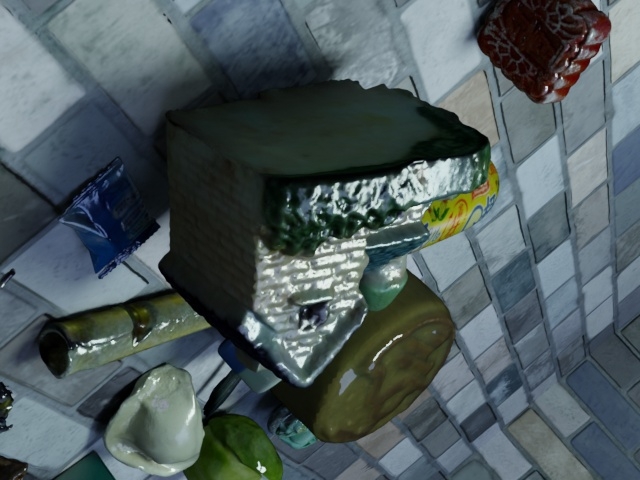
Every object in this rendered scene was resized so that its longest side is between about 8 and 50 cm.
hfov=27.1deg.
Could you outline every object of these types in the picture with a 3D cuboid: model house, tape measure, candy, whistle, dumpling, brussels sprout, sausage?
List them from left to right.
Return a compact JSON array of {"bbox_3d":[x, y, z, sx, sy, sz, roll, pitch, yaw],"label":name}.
[{"bbox_3d":[-0.216,-0.020,1.364,0.088,0.038,0.136,-40,149,-11],"label":"candy"},{"bbox_3d":[-0.227,0.258,1.798,0.134,0.100,0.169,-16,148,-19],"label":"dumpling"},{"bbox_3d":[-0.193,0.096,1.595,0.326,0.057,0.068,-15,151,-48],"label":"whistle"},{"bbox_3d":[-0.139,0.338,2.041,0.183,0.145,0.131,-3,-131,54],"label":"brussels sprout"},{"bbox_3d":[-0.084,0.146,1.784,0.351,0.098,0.215,-43,-179,20],"label":"tape measure"},{"bbox_3d":[-0.002,-0.001,1.380,0.298,0.243,0.284,-13,124,-35],"label":"model house"},{"bbox_3d":[0.114,-0.047,1.737,0.347,0.123,0.123,-20,151,-39],"label":"sausage"}]

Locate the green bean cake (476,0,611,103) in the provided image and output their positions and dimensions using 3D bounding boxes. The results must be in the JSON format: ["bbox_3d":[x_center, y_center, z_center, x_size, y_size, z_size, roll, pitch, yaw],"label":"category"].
[{"bbox_3d":[0.262,-0.247,1.584,0.056,0.135,0.136,-12,144,-44],"label":"green bean cake"}]

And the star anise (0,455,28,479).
[{"bbox_3d":[-0.463,0.340,1.578,0.220,0.099,0.214,-18,135,-35],"label":"star anise"}]

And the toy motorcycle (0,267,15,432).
[{"bbox_3d":[-0.411,0.204,1.349,0.401,0.134,0.207,-43,164,9],"label":"toy motorcycle"}]

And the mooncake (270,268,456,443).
[{"bbox_3d":[0.067,0.173,2.012,0.284,0.155,0.284,-33,148,-23],"label":"mooncake"}]

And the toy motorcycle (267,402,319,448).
[{"bbox_3d":[0.030,0.272,2.232,0.296,0.109,0.198,-28,156,-25],"label":"toy motorcycle"}]

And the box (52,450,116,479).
[{"bbox_3d":[-0.343,0.415,1.909,0.153,0.092,0.245,-35,158,-17],"label":"box"}]
